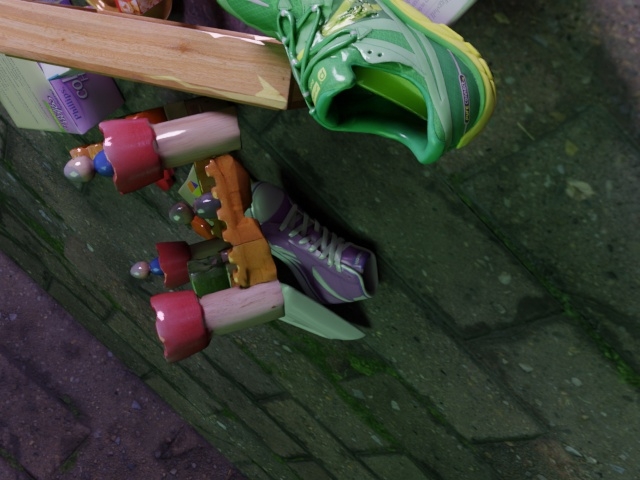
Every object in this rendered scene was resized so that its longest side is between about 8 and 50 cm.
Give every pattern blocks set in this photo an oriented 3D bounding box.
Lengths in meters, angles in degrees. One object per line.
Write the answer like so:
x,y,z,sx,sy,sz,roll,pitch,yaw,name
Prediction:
-0.197,-0.072,1.293,0.325,0.026,0.285,50,147,-14,pattern blocks set

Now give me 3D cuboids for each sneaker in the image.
0.017,-0.176,0.596,0.295,0.123,0.109,33,148,11,sneaker
0.001,-0.001,1.118,0.161,0.102,0.282,-5,137,44,sneaker

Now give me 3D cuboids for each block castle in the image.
-0.213,-0.039,0.954,0.453,0.212,0.303,-143,39,-74,block castle

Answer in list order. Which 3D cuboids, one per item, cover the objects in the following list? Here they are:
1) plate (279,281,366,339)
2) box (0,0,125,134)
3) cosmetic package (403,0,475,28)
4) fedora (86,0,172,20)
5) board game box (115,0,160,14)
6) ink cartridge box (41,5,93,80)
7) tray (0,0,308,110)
-0.087,0.118,1.276,0.277,0.045,0.277,16,167,39,plate
-0.526,-0.326,1.247,0.242,0.117,0.214,12,138,39,box
0.057,-0.297,0.649,0.224,0.138,0.224,44,148,-5,cosmetic package
-0.308,-0.392,0.973,0.194,0.079,0.194,28,145,21,fedora
-0.219,-0.400,0.808,0.045,0.147,0.194,17,140,32,board game box
-0.380,-0.327,1.083,0.092,0.143,0.090,-1,111,47,ink cartridge box
-0.184,-0.237,0.837,0.410,0.203,0.076,14,108,18,tray
